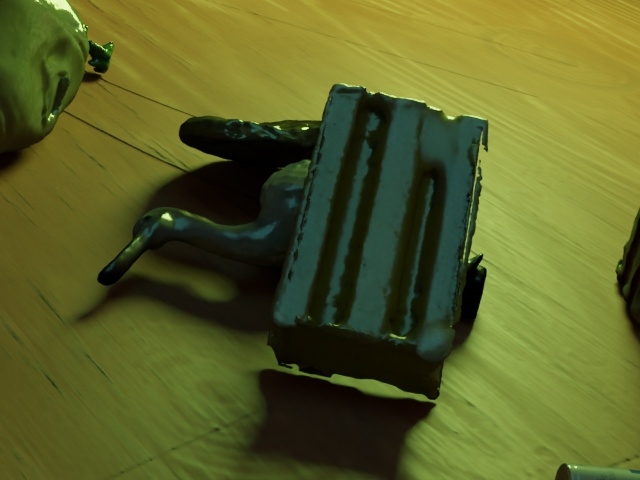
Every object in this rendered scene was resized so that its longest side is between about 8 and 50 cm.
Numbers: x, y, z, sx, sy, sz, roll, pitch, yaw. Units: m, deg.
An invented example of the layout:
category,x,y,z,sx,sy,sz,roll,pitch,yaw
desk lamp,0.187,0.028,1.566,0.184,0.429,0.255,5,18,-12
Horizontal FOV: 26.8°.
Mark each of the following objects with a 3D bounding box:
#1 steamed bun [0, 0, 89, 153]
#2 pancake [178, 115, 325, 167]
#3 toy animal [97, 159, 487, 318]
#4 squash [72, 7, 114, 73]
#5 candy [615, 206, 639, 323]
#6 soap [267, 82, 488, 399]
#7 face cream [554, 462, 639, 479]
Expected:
category,x,y,z,sx,sy,sz,roll,pitch,yaw
steamed bun,-0.376,-0.212,1.232,0.309,0.219,0.324,23,26,23
pancake,-0.015,-0.092,1.255,0.236,0.042,0.222,3,0,32
toy animal,-0.015,-0.013,1.118,0.324,0.090,0.195,8,30,-10
squash,-0.401,-0.276,1.451,0.378,0.101,0.101,23,21,-15
candy,0.441,0.003,1.182,0.320,0.179,0.135,11,25,-2
soap,0.046,-0.003,1.021,0.135,0.076,0.233,13,55,0
face cream,0.222,0.170,0.891,0.130,0.034,0.034,7,24,-9
